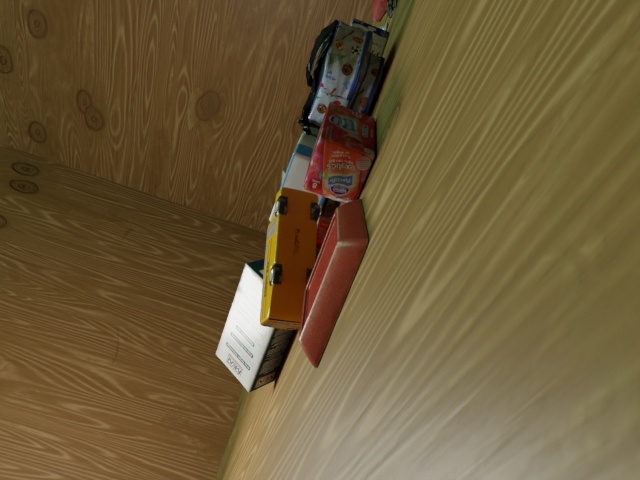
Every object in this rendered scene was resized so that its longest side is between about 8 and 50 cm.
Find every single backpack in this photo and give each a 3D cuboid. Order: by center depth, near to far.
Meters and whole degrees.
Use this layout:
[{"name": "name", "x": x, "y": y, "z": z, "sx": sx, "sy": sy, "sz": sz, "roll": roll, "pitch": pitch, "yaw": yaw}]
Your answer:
[{"name": "backpack", "x": 0.062, "y": -0.448, "z": 1.412, "sx": 0.263, "sy": 0.213, "sz": 0.277, "roll": 103, "pitch": 175, "yaw": -48}]

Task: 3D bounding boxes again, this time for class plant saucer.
[{"name": "plant saucer", "x": 0.017, "y": 0.063, "z": 0.978, "sx": 0.258, "sy": 0.047, "sz": 0.259, "roll": -87, "pitch": 17, "yaw": -70}]

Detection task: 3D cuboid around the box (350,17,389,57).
[{"name": "box", "x": 0.136, "y": -0.614, "z": 1.651, "sx": 0.072, "sy": 0.126, "sz": 0.137, "roll": 145, "pitch": 143, "yaw": -78}]

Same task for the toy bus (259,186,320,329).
[{"name": "toy bus", "x": -0.076, "y": 0.043, "z": 1.281, "sx": 0.130, "sy": 0.108, "sz": 0.333, "roll": 135, "pitch": 141, "yaw": -62}]

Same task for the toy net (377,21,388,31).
[{"name": "toy net", "x": 0.179, "y": -0.651, "z": 1.773, "sx": 0.122, "sy": 0.045, "sz": 0.232, "roll": -164, "pitch": 93, "yaw": -85}]

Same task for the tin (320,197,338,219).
[{"name": "tin", "x": 0.038, "y": -0.136, "z": 1.503, "sx": 0.106, "sy": 0.040, "sz": 0.190, "roll": -97, "pitch": 26, "yaw": -68}]

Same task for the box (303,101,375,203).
[{"name": "box", "x": 0.047, "y": -0.202, "z": 1.167, "sx": 0.257, "sy": 0.122, "sz": 0.128, "roll": -80, "pitch": 10, "yaw": -58}]

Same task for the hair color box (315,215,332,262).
[{"name": "hair color box", "x": 0.000, "y": 0.000, "z": 1.367, "sx": 0.141, "sy": 0.043, "sz": 0.072, "roll": -82, "pitch": 12, "yaw": -58}]

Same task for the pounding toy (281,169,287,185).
[{"name": "pounding toy", "x": -0.050, "y": -0.215, "z": 1.782, "sx": 0.130, "sy": 0.141, "sz": 0.100, "roll": 57, "pitch": 155, "yaw": 28}]

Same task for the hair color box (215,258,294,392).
[{"name": "hair color box", "x": -0.171, "y": 0.241, "z": 1.471, "sx": 0.105, "sy": 0.174, "sz": 0.347, "roll": -12, "pitch": -47, "yaw": -47}]

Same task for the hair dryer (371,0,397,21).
[{"name": "hair dryer", "x": 0.229, "y": -0.865, "z": 1.821, "sx": 0.293, "sy": 0.080, "sz": 0.224, "roll": 167, "pitch": 121, "yaw": -84}]

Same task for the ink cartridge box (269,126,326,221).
[{"name": "ink cartridge box", "x": -0.032, "y": -0.194, "z": 1.508, "sx": 0.307, "sy": 0.129, "sz": 0.223, "roll": -77, "pitch": 8, "yaw": -59}]
